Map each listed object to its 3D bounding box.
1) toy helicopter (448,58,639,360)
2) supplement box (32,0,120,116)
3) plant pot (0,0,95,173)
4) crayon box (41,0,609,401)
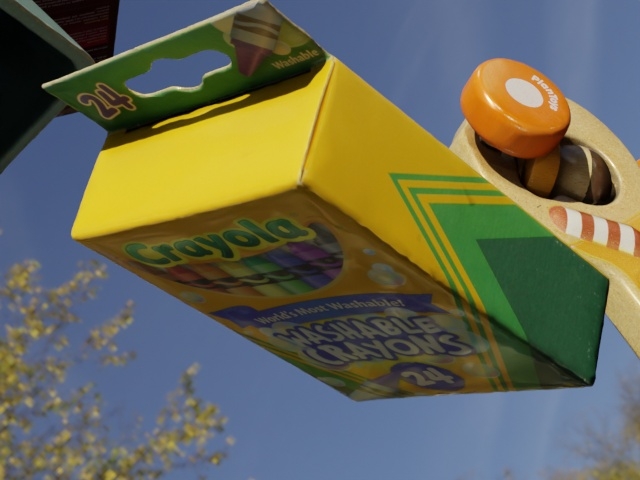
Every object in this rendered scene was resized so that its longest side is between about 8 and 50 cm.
[{"bbox_3d":[0.238,0.018,0.971,0.235,0.355,0.140,-6,-37,-35],"label":"toy helicopter"},{"bbox_3d":[-0.296,-0.238,1.396,0.130,0.073,0.239,-17,-33,-27],"label":"supplement box"},{"bbox_3d":[-0.381,-0.172,1.004,0.248,0.252,0.247,-45,-39,7],"label":"plant pot"},{"bbox_3d":[0.000,0.000,0.769,0.323,0.203,0.083,35,-121,-36],"label":"crayon box"}]
